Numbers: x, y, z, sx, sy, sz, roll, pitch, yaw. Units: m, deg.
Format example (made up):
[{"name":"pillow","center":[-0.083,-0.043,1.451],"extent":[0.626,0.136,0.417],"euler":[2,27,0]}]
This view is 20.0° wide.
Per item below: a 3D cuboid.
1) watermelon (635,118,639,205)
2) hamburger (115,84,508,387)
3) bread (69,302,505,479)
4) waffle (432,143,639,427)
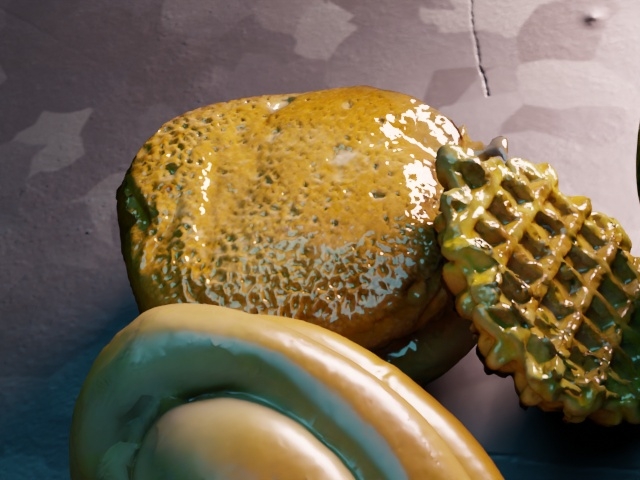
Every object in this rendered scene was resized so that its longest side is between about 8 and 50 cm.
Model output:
[{"name":"watermelon","center":[0.371,-0.061,1.332],"extent":[0.285,0.285,0.285],"euler":[-8,50,9]},{"name":"hamburger","center":[0.000,0.000,1.456],"extent":[0.314,0.170,0.289],"euler":[-7,53,8]},{"name":"bread","center":[-0.030,0.244,1.194],"extent":[0.329,0.245,0.424],"euler":[-33,67,14]},{"name":"waffle","center":[0.182,0.034,1.358],"extent":[0.059,0.238,0.243],"euler":[-40,50,36]}]
